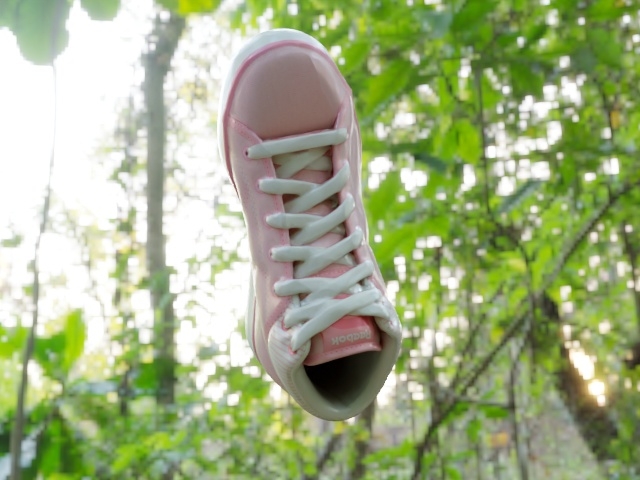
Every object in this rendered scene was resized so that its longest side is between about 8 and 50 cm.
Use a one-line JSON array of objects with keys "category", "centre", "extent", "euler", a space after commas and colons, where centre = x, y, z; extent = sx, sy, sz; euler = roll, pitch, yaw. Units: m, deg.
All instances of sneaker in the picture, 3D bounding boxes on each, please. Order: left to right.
[{"category": "sneaker", "centre": [0.000, 0.000, 0.424], "extent": [0.051, 0.134, 0.070], "euler": [-11, 28, -18]}]
